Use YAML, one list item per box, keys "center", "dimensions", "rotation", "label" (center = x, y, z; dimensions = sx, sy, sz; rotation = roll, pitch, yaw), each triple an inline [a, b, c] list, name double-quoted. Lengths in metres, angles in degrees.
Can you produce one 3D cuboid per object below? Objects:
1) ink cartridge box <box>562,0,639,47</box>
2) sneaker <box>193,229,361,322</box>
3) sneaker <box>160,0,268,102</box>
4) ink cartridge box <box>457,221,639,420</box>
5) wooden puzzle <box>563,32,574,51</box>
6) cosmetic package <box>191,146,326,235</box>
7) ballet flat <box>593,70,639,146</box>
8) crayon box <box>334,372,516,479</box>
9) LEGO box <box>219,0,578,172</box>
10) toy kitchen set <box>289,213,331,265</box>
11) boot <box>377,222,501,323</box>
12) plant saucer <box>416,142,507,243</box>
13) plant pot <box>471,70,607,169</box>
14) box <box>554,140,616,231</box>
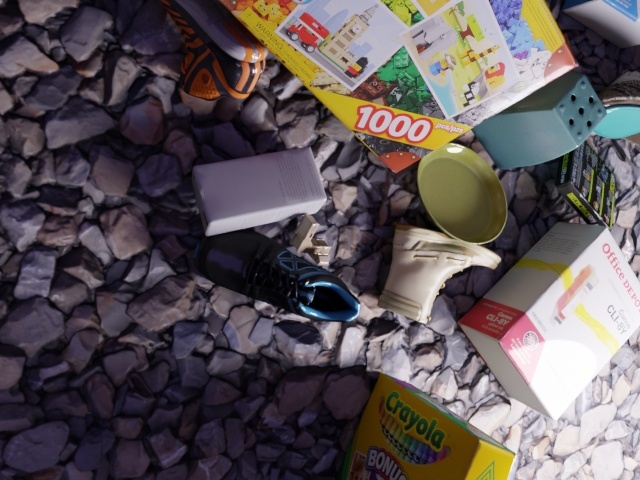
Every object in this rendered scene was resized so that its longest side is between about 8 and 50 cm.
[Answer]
- center: [0.736, -0.653, 1.348]
  dimensions: [0.223, 0.129, 0.307]
  rotation: [17, 89, -22]
  label: "ink cartridge box"
- center: [-0.073, 0.069, 1.099]
  dimensions: [0.341, 0.140, 0.125]
  rotation: [20, 91, -21]
  label: "sneaker"
- center: [-0.228, -0.364, 0.997]
  dimensions: [0.125, 0.180, 0.321]
  rotation: [-27, 72, -37]
  label: "sneaker"
- center: [0.564, 0.179, 1.358]
  dimensions: [0.385, 0.160, 0.279]
  rotation: [-43, 109, -12]
  label: "ink cartridge box"
- center: [0.582, -0.465, 1.374]
  dimensions: [0.083, 0.006, 0.049]
  rotation: [-37, 108, -14]
  label: "wooden puzzle"
- center: [-0.116, -0.094, 1.076]
  dimensions: [0.231, 0.085, 0.117]
  rotation: [-12, 76, -19]
  label: "cosmetic package"
- center: [0.813, -0.317, 1.425]
  dimensions: [0.483, 0.164, 0.181]
  rotation: [13, 70, -28]
  label: "ballet flat"
- center: [0.175, 0.472, 1.125]
  dimensions: [0.106, 0.363, 0.312]
  rotation: [24, 87, -22]
  label: "crayon box"
- center: [0.123, -0.394, 0.929]
  dimensions: [0.373, 0.193, 0.500]
  rotation: [-30, 133, 28]
  label: "LEGO box"
- center: [0.000, 0.000, 1.133]
  dimensions: [0.083, 0.068, 0.075]
  rotation: [3, 126, -43]
  label: "toy kitchen set"
- center: [0.262, 0.087, 1.260]
  dimensions: [0.262, 0.095, 0.203]
  rotation: [14, 90, -21]
  label: "boot"
- center: [0.302, -0.099, 1.245]
  dimensions: [0.241, 0.037, 0.240]
  rotation: [10, 65, -23]
  label: "plant saucer"
- center: [0.472, -0.268, 1.230]
  dimensions: [0.165, 0.234, 0.165]
  rotation: [-46, 110, -12]
  label: "plant pot"
- center: [0.641, -0.141, 1.374]
  dimensions: [0.184, 0.045, 0.190]
  rotation: [41, 52, -23]
  label: "box"
